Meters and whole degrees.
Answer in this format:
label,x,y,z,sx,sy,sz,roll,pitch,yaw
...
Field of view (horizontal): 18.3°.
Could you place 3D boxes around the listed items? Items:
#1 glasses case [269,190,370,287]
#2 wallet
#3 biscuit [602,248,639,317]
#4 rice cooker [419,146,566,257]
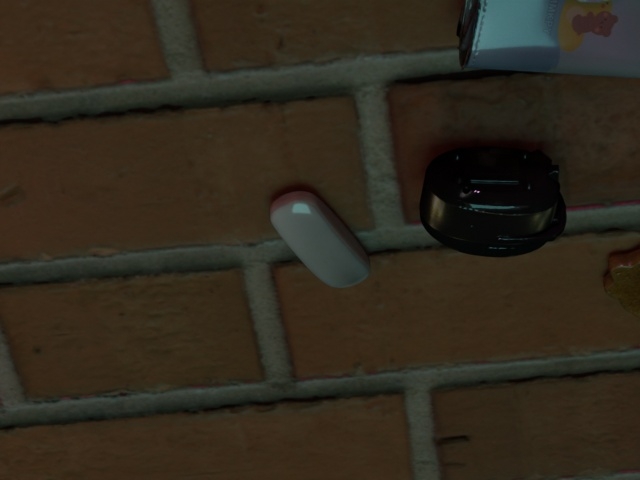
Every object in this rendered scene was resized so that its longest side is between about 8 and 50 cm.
label,x,y,z,sx,sy,sz,roll,pitch,yaw
glasses case,0.000,0.000,2.326,0.063,0.041,0.164,-22,134,23
wallet,0.262,-0.246,2.045,0.231,0.069,0.170,4,120,-11
biscuit,0.454,0.041,2.387,0.225,0.036,0.166,-14,135,18
rice cooker,0.193,-0.046,2.230,0.165,0.112,0.106,-2,132,1
